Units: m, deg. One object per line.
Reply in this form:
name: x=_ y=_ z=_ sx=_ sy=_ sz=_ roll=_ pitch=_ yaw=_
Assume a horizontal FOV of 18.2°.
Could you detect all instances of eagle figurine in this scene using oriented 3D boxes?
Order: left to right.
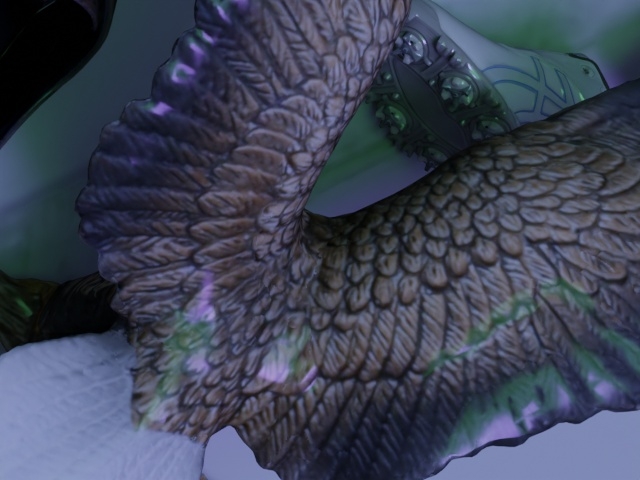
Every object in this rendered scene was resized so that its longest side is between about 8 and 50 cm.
eagle figurine: x=-0.003 y=-0.009 z=0.768 sx=0.226 sy=0.298 sz=0.225 roll=15 pitch=47 yaw=-56

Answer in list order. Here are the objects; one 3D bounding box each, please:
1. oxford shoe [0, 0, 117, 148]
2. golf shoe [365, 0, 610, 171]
oxford shoe: x=-0.093 y=-0.126 z=0.762 sx=0.271 sy=0.098 sz=0.097 roll=-56 pitch=141 yaw=-3
golf shoe: x=0.086 y=-0.061 z=0.895 sx=0.176 sy=0.069 sz=0.086 roll=44 pitch=56 yaw=-24
